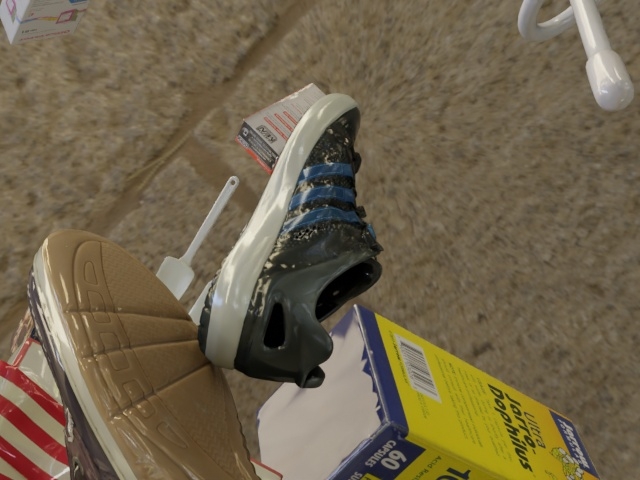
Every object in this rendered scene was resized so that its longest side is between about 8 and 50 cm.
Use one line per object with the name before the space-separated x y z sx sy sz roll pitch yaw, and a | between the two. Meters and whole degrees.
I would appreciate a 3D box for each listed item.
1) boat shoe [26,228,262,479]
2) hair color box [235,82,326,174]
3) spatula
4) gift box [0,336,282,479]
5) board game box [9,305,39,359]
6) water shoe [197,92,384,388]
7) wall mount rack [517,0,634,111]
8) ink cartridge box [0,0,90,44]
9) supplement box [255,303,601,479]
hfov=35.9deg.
boat shoe | -0.085 0.126 0.502 0.092 0.103 0.285 -40 73 25
hair color box | -0.038 -0.152 1.322 0.072 0.141 0.043 46 139 12
spatula | -0.145 0.032 1.520 0.168 0.019 0.242 33 96 12
gift box | -0.209 0.242 0.708 0.276 0.255 0.258 29 138 -20
board game box | -0.501 0.123 1.815 0.042 0.165 0.243 26 102 -22
water shoe | 0.000 0.000 0.570 0.080 0.073 0.203 22 54 4
wall mount rack | 0.233 -0.206 0.522 0.130 0.304 0.350 47 127 17
ink cartridge box | -0.336 -0.295 1.213 0.088 0.122 0.052 -19 84 -32
supplement box | 0.132 0.262 1.107 0.356 0.195 0.194 29 115 -26
